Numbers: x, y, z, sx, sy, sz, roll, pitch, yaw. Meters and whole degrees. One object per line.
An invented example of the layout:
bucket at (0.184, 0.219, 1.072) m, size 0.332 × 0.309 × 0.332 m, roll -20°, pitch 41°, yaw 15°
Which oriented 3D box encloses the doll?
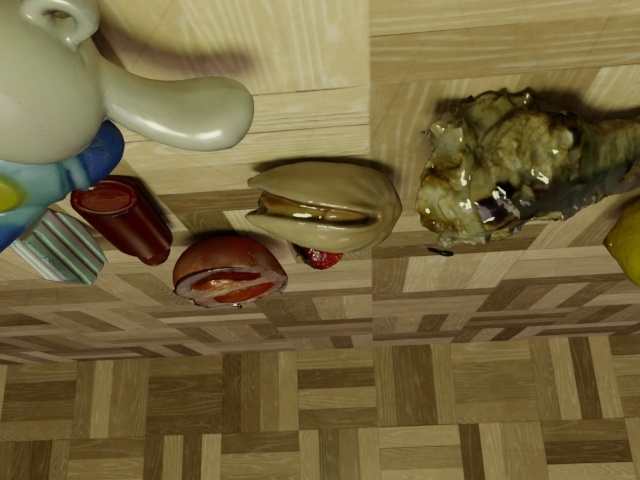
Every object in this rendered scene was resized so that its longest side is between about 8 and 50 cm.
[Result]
doll at (-0.307, -0.120, 0.516) m, size 0.365 × 0.187 × 0.376 m, roll -28°, pitch 127°, yaw 35°

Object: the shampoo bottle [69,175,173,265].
shampoo bottle at (-0.303, -0.021, 0.939) m, size 0.102 × 0.065 × 0.260 m, roll -3°, pitch 161°, yaw 0°

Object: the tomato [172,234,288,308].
tomato at (-0.165, 0.046, 1.084) m, size 0.199 × 0.112 × 0.228 m, roll -12°, pitch 159°, yaw 5°

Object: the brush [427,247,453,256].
brush at (0.254, 0.026, 1.227) m, size 0.083 × 0.008 × 0.024 m, roll 14°, pitch 159°, yaw -40°

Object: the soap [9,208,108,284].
soap at (-0.435, 0.016, 0.976) m, size 0.056 × 0.100 × 0.149 m, roll -5°, pitch 137°, yaw 26°

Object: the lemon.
lemon at (0.582, 0.000, 0.944) m, size 0.193 × 0.181 × 0.180 m, roll -27°, pitch 158°, yaw 5°

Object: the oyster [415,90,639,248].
oyster at (0.279, -0.083, 0.704) m, size 0.336 × 0.133 × 0.198 m, roll -13°, pitch 137°, yaw -15°

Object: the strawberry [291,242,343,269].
strawberry at (0.001, 0.001, 1.006) m, size 0.106 × 0.106 × 0.106 m, roll -2°, pitch 161°, yaw -1°

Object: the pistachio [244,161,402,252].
pistachio at (0.007, -0.048, 0.812) m, size 0.223 × 0.126 × 0.152 m, roll 3°, pitch -164°, yaw -13°
